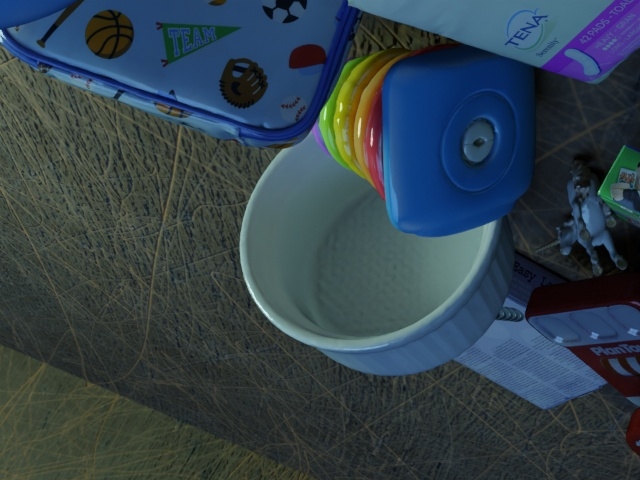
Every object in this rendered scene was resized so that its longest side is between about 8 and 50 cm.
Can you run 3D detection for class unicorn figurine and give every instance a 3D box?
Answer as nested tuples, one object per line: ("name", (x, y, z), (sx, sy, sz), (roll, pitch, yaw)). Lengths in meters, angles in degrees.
("unicorn figurine", (0.273, -0.017, 1.181), (0.060, 0.111, 0.162), (-6, 131, -6))

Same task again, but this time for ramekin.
("ramekin", (0.069, 0.006, 1.197), (0.277, 0.277, 0.135), (11, 160, 29))

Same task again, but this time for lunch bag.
("lunch bag", (-0.112, -0.223, 0.951), (0.303, 0.243, 0.115), (20, -179, 0))

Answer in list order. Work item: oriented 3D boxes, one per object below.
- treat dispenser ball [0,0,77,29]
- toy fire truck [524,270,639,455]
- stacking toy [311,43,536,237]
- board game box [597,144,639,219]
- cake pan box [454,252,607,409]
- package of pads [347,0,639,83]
("treat dispenser ball", (-0.241, -0.282, 0.754), (0.288, 0.288, 0.288), (21, 155, 10))
("toy fire truck", (0.392, 0.116, 1.209), (0.254, 0.169, 0.302), (36, 155, -22))
("stacking toy", (0.051, -0.123, 1.111), (0.302, 0.175, 0.166), (24, 124, 50))
("board game box", (0.349, 0.001, 0.966), (0.213, 0.046, 0.317), (29, -173, 16))
("cake pan box", (0.250, 0.116, 1.478), (0.245, 0.070, 0.267), (30, 155, -4))
("package of pads", (0.161, -0.230, 0.781), (0.229, 0.101, 0.296), (16, 157, -13))
